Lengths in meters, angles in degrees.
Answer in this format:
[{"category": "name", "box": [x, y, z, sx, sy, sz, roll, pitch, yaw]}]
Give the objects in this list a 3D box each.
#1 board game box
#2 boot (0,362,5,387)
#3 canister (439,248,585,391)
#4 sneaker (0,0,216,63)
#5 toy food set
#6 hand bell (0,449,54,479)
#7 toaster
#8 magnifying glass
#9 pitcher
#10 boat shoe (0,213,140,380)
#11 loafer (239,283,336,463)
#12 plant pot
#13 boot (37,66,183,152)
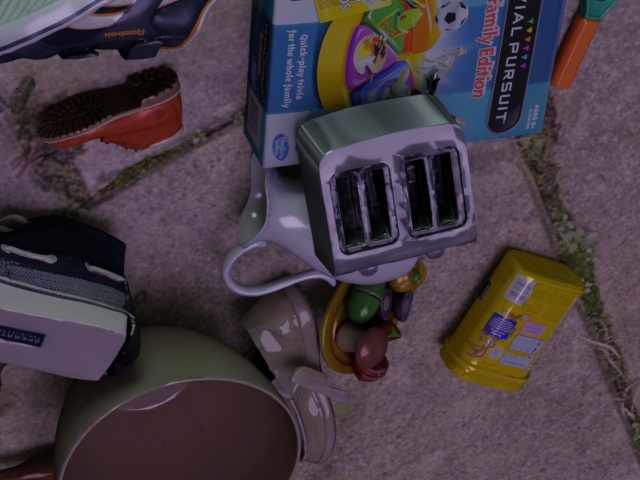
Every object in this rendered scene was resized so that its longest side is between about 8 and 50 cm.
[{"category": "board game box", "box": [0.093, -0.220, 1.787, 0.336, 0.079, 0.253, -8, 129, -17]}, {"category": "boot", "box": [-0.356, 0.119, 1.881, 0.246, 0.083, 0.161, 4, 136, -25]}, {"category": "canister", "box": [0.247, 0.102, 2.116, 0.126, 0.073, 0.170, 15, 118, -32]}, {"category": "sneaker", "box": [-0.204, -0.228, 1.620, 0.321, 0.126, 0.127, -27, 127, -4]}, {"category": "toy food set", "box": [0.069, 0.103, 1.979, 0.128, 0.071, 0.218, 39, 77, -48]}, {"category": "hand bell", "box": [-0.388, 0.288, 1.989, 0.242, 0.126, 0.126, -13, 132, -29]}, {"category": "toaster", "box": [0.071, -0.064, 1.753, 0.168, 0.110, 0.185, -13, 115, -10]}, {"category": "magnifying glass", "box": [0.315, -0.275, 1.875, 0.092, 0.026, 0.231, 5, 125, -27]}, {"category": "pitcher", "box": [0.000, 0.000, 1.895, 0.207, 0.125, 0.177, 14, 117, -22]}, {"category": "boat shoe", "box": [-0.358, 0.037, 1.760, 0.341, 0.158, 0.127, 18, 130, -23]}, {"category": "loafer", "box": [-0.044, 0.168, 2.031, 0.092, 0.102, 0.268, -16, 122, -9]}, {"category": "plant pot", "box": [-0.187, 0.207, 1.933, 0.284, 0.191, 0.284, -12, 131, -15]}, {"category": "boot", "box": [-0.218, -0.119, 1.751, 0.158, 0.059, 0.084, -19, 136, -10]}]
